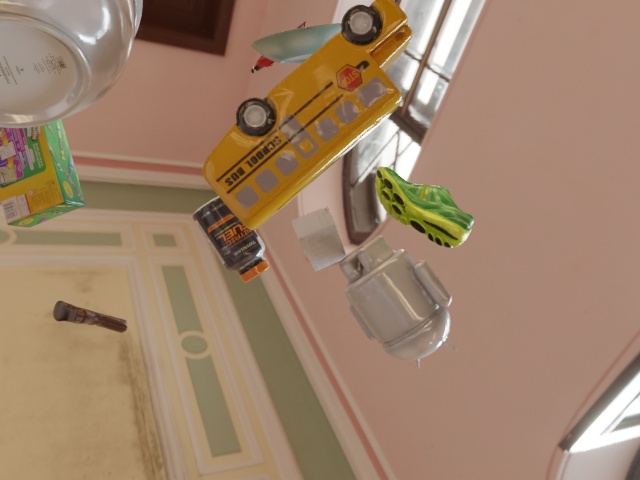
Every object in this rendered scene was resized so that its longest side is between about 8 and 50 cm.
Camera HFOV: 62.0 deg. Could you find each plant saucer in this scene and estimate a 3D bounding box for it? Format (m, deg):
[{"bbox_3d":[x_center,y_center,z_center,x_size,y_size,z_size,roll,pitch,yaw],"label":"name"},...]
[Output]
[{"bbox_3d":[-0.021,-0.335,0.922,0.195,0.037,0.195,-9,-167,2],"label":"plant saucer"}]

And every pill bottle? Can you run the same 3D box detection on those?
[{"bbox_3d":[-0.244,-0.002,1.508,0.245,0.130,0.130,56,-145,-2],"label":"pill bottle"}]

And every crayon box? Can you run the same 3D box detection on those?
[{"bbox_3d":[-0.698,-0.190,1.291,0.081,0.166,0.278,11,-119,-78],"label":"crayon box"}]

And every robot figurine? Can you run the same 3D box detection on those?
[{"bbox_3d":[0.200,0.165,1.394,0.200,0.300,0.353,-33,-94,-45],"label":"robot figurine"}]

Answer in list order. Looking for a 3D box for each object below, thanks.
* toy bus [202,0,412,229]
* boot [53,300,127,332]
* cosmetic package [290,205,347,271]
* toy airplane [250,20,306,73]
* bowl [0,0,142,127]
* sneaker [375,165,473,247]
[{"bbox_3d":[-0.008,-0.170,0.724,0.130,0.333,0.108,49,-178,-1],"label":"toy bus"},{"bbox_3d":[-0.436,0.148,1.015,0.107,0.037,0.114,12,172,40],"label":"boot"},{"bbox_3d":[0.000,0.000,1.355,0.099,0.239,0.060,-24,-113,-1],"label":"cosmetic package"},{"bbox_3d":[-0.082,-0.387,1.082,0.028,0.151,0.151,51,-156,-20],"label":"toy airplane"},{"bbox_3d":[-0.323,-0.212,0.546,0.298,0.298,0.134,-4,-120,-35],"label":"bowl"},{"bbox_3d":[0.264,-0.095,1.383,0.296,0.109,0.124,40,-124,20],"label":"sneaker"}]
